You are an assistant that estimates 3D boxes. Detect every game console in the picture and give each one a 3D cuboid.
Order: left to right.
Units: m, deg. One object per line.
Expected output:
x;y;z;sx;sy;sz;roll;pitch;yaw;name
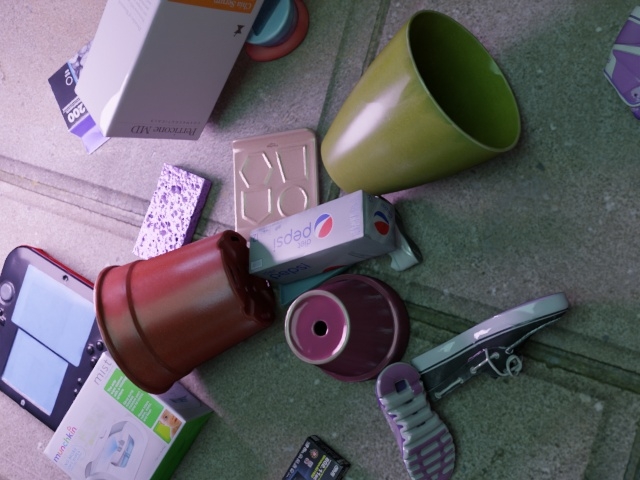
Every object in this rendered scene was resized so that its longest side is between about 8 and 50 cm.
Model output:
-0.605;0.224;2.072;0.386;0.060;0.342;28;98;28;game console

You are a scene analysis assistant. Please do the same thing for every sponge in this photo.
-0.313;-0.047;1.957;0.117;0.031;0.210;23;96;28;sponge

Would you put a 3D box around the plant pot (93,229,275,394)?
-0.246;0.122;1.790;0.265;0.272;0.273;-24;74;16;plant pot

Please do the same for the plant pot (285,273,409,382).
0.035;0.155;1.669;0.201;0.180;0.202;-3;83;28;plant pot

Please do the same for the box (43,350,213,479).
-0.390;0.387;1.890;0.231;0.126;0.262;37;102;15;box

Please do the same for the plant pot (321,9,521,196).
0.148;-0.201;1.622;0.293;0.274;0.275;-35;70;38;plant pot

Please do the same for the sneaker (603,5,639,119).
0.582;-0.245;1.470;0.282;0.102;0.161;37;106;37;sneaker

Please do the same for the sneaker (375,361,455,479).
0.160;0.321;1.645;0.095;0.104;0.237;-23;95;-13;sneaker

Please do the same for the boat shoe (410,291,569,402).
0.295;0.187;1.569;0.306;0.113;0.105;-31;78;25;boat shoe

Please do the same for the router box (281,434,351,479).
-0.013;0.443;1.747;0.092;0.038;0.123;35;101;25;router box

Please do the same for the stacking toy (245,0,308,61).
-0.167;-0.519;1.869;0.279;0.130;0.309;-7;82;27;stacking toy

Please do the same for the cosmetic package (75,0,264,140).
-0.275;-0.416;1.777;0.161;0.230;0.453;53;129;31;cosmetic package

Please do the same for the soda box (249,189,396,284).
0.000;0.000;1.708;0.286;0.098;0.091;-18;62;38;soda box

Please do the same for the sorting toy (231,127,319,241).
-0.086;-0.108;1.843;0.192;0.038;0.208;-6;87;27;sorting toy

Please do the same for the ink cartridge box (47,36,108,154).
-0.497;-0.333;2.075;0.206;0.045;0.208;-35;72;20;ink cartridge box

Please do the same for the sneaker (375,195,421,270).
0.126;-0.013;1.709;0.061;0.053;0.152;-33;71;24;sneaker

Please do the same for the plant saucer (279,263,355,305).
0.000;0.059;1.774;0.192;0.018;0.067;-32;38;21;plant saucer
